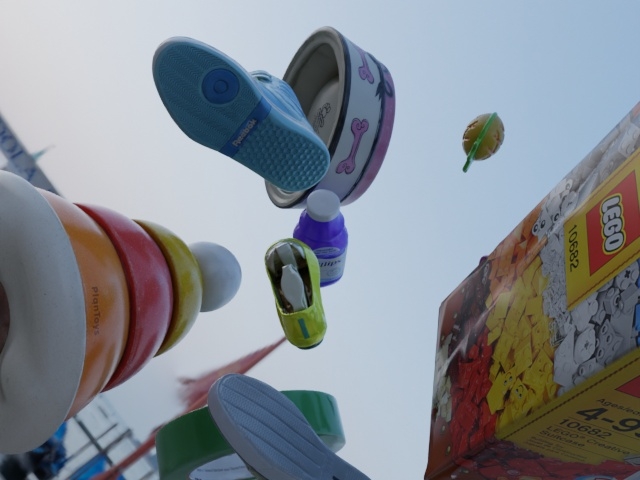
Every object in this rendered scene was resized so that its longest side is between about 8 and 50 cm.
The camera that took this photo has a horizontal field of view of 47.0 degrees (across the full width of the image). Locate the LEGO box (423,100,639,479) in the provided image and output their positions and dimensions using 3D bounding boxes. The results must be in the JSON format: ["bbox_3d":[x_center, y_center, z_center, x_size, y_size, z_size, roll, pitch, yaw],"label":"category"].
[{"bbox_3d":[0.389,0.115,0.581,0.499,0.193,0.372,18,-36,-9],"label":"LEGO box"}]

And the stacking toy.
[{"bbox_3d":[-0.290,0.082,1.068,0.350,0.479,0.351,2,-87,36],"label":"stacking toy"}]

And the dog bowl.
[{"bbox_3d":[0.019,-0.255,1.644,0.150,0.408,0.408,13,-4,-25],"label":"dog bowl"}]

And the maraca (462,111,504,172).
[{"bbox_3d":[0.400,-0.247,1.845,0.099,0.186,0.127,26,-34,15],"label":"maraca"}]

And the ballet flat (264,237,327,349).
[{"bbox_3d":[-0.039,0.050,1.026,0.231,0.077,0.077,-108,176,-50],"label":"ballet flat"}]

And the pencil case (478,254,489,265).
[{"bbox_3d":[0.420,0.064,1.443,0.098,0.209,0.095,-110,-161,-50],"label":"pencil case"}]

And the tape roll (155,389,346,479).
[{"bbox_3d":[-0.119,0.347,1.264,0.321,0.321,0.077,96,-18,-63],"label":"tape roll"}]

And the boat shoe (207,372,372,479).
[{"bbox_3d":[-0.043,0.300,0.968,0.302,0.109,0.094,45,-56,-9],"label":"boat shoe"}]

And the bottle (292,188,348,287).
[{"bbox_3d":[0.000,0.000,1.555,0.283,0.118,0.092,96,-16,-58],"label":"bottle"}]

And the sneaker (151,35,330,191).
[{"bbox_3d":[-0.133,-0.216,1.112,0.319,0.127,0.208,39,17,-38],"label":"sneaker"}]
